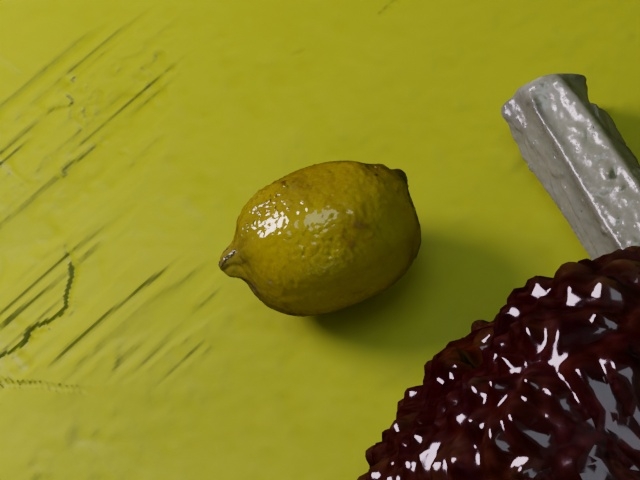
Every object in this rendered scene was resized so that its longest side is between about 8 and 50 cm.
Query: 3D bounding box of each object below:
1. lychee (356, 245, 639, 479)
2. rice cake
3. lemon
[{"bbox_3d":[0.152,0.133,0.829,0.271,0.271,0.271,-4,56,6],"label":"lychee"},{"bbox_3d":[0.177,0.008,1.013,0.057,0.052,0.256,-5,50,-31],"label":"rice cake"},{"bbox_3d":[0.000,0.000,1.027,0.111,0.082,0.082,-22,56,-1],"label":"lemon"}]
